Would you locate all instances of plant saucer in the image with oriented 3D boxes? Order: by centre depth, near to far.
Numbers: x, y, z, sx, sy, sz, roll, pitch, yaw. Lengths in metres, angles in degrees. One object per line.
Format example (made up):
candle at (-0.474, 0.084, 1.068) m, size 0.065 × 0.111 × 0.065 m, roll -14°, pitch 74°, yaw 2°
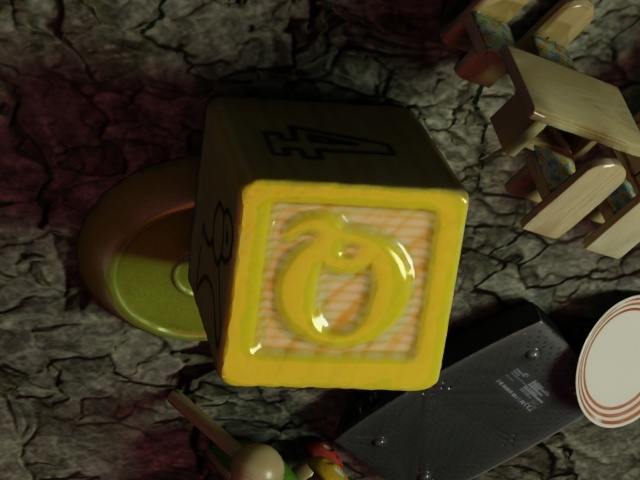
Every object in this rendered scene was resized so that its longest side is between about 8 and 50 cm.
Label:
plant saucer at (-0.105, 0.019, 1.851) m, size 0.241 × 0.037 × 0.241 m, roll -5°, pitch 136°, yaw -5°

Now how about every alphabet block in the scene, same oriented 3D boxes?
alphabet block at (0.000, 0.000, 1.697) m, size 0.193 × 0.197 × 0.192 m, roll 1°, pitch 115°, yaw -12°

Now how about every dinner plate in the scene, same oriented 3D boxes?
dinner plate at (0.304, 0.119, 1.999) m, size 0.141 × 0.017 × 0.141 m, roll -14°, pitch 116°, yaw -32°

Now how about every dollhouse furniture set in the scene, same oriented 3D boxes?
dollhouse furniture set at (0.259, -0.116, 1.649) m, size 0.242 × 0.212 × 0.161 m, roll 15°, pitch 133°, yaw -40°

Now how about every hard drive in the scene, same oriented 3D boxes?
hard drive at (0.156, 0.164, 2.036) m, size 0.254 × 0.054 × 0.172 m, roll -32°, pitch 132°, yaw 21°

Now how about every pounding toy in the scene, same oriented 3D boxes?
pounding toy at (-0.031, 0.237, 2.023) m, size 0.110 × 0.183 × 0.237 m, roll -37°, pitch 132°, yaw -8°
